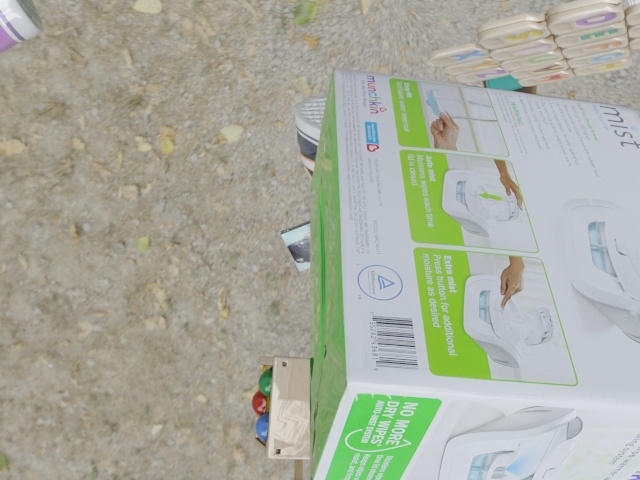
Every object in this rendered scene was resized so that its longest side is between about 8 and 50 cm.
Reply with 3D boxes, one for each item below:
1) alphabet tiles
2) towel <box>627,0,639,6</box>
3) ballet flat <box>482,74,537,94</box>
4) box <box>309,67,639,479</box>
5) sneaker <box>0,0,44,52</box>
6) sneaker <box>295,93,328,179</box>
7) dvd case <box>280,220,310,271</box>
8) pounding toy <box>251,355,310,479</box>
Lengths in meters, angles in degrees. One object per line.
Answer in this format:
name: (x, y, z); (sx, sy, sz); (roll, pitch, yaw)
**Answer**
alphabet tiles: (0.280, -0.221, 0.774); (0.278, 0.284, 0.021); (-6, 89, 27)
towel: (0.675, -0.446, 1.315); (0.113, 0.023, 0.152); (-30, 114, 6)
ballet flat: (0.405, -0.347, 1.415); (0.116, 0.124, 0.342); (-14, 147, 19)
box: (0.114, 0.018, 0.432); (0.231, 0.262, 0.126); (5, 136, -8)
sneaker: (-0.399, -0.293, 0.608); (0.161, 0.102, 0.282); (-23, 107, 0)
sneaker: (0.086, -0.088, 0.925); (0.126, 0.321, 0.127); (-27, 135, -23)
dvd case: (0.000, 0.000, 1.193); (0.120, 0.013, 0.087); (-21, 119, 8)
pounding toy: (-0.052, 0.266, 0.924); (0.094, 0.181, 0.206); (6, 79, -13)
